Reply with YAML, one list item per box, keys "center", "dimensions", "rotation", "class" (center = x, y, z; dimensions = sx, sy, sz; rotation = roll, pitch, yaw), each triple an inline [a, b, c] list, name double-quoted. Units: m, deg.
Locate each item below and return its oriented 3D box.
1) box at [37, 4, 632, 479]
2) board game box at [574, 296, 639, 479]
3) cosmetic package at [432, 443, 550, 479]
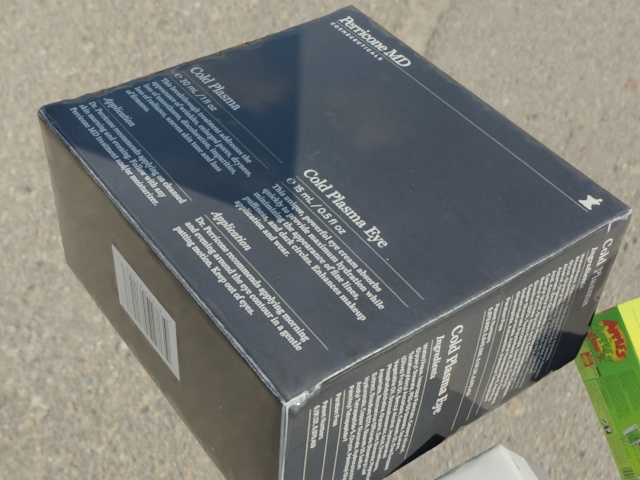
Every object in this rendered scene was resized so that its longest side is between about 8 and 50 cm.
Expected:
- center: [0.000, 0.000, 0.765]
  dimensions: [0.313, 0.179, 0.343]
  rotation: [-25, 52, -27]
  class: "box"
- center: [0.317, 0.155, 0.955]
  dimensions: [0.043, 0.092, 0.181]
  rotation: [-15, 79, -28]
  class: "board game box"
- center: [0.098, 0.282, 0.751]
  dimensions: [0.225, 0.224, 0.138]
  rotation: [-33, 64, 9]
  class: "cosmetic package"
